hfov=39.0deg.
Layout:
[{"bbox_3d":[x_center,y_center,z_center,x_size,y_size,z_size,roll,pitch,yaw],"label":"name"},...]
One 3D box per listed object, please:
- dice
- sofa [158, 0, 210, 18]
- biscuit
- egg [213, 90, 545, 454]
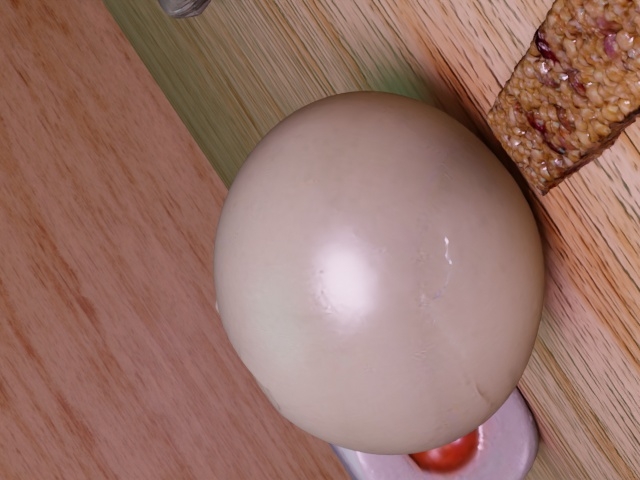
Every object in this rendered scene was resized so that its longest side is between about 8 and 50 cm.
[{"bbox_3d":[0.108,0.198,0.988,0.193,0.194,0.192,55,174,-4],"label":"dice"},{"bbox_3d":[-0.220,-0.327,0.921,0.225,0.176,0.210,57,172,-4],"label":"sofa"},{"bbox_3d":[0.118,-0.072,0.400,0.064,0.034,0.199,55,172,7],"label":"biscuit"},{"bbox_3d":[0.040,0.027,0.608,0.219,0.219,0.269,48,172,49],"label":"egg"}]
